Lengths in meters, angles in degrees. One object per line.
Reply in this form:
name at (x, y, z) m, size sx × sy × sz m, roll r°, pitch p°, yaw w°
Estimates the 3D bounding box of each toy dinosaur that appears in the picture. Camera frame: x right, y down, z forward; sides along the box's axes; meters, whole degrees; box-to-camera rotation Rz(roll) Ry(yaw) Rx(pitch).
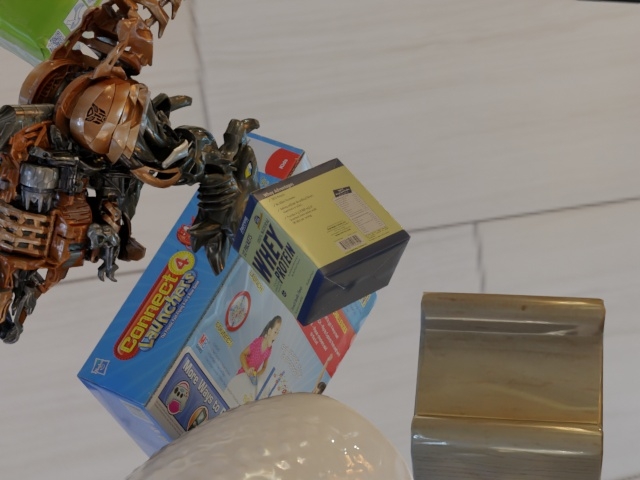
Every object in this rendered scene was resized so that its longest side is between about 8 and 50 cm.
toy dinosaur at (-0.150, -0.069, 1.183) m, size 0.322 × 0.164 × 0.218 m, roll -47°, pitch 147°, yaw 10°

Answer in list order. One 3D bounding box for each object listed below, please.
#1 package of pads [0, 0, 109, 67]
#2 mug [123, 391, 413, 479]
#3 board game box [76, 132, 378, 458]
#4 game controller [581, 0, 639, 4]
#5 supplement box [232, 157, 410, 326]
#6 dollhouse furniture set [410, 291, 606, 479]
package of pads at (-0.321, -0.331, 1.668) m, size 0.296 × 0.101 × 0.229 m, roll 31°, pitch 78°, yaw 14°
mug at (-0.032, 0.323, 1.462) m, size 0.328 × 0.374 × 0.276 m, roll -44°, pitch 150°, yaw -34°
board game box at (-0.081, 0.095, 1.683) m, size 0.302 × 0.086 × 0.308 m, roll -59°, pitch 151°, yaw -20°
game controller at (0.174, -0.151, 0.550) m, size 0.319 × 0.067 × 0.166 m, roll 4°, pitch 126°, yaw 7°
supplement box at (0.000, 0.000, 1.135) m, size 0.083 × 0.056 × 0.083 m, roll -24°, pitch 61°, yaw -36°
dollhouse furniture set at (-0.005, 0.166, 0.393) m, size 0.303 × 0.198 × 0.286 m, roll 0°, pitch 62°, yaw 6°
